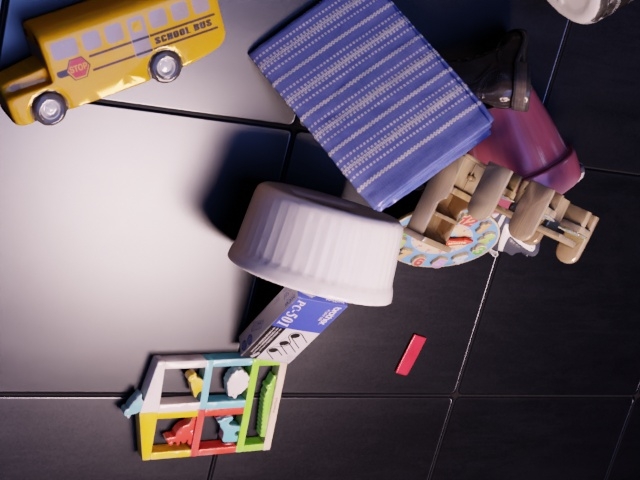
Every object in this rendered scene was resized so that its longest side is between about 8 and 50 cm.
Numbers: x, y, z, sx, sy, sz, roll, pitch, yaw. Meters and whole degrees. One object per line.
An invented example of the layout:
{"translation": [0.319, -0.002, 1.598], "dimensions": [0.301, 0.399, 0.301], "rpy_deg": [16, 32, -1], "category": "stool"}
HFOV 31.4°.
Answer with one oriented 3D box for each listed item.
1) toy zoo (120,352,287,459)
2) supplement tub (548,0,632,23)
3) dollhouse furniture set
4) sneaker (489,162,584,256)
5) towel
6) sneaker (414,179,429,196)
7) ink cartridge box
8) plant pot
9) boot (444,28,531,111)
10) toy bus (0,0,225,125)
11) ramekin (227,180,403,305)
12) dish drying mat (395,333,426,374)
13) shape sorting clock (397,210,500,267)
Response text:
{"translation": [-0.208, 0.289, 1.997], "dimensions": [0.293, 0.030, 0.192], "rpy_deg": [0, 111, -28], "category": "toy zoo"}
{"translation": [0.537, -0.527, 1.925], "dimensions": [0.338, 0.207, 0.207], "rpy_deg": [-31, 123, -14], "category": "supplement tub"}
{"translation": [0.284, -0.028, 1.826], "dimensions": [0.212, 0.242, 0.161], "rpy_deg": [19, 98, -57], "category": "dollhouse furniture set"}
{"translation": [0.397, -0.049, 2.134], "dimensions": [0.235, 0.094, 0.153], "rpy_deg": [-30, 124, -14], "category": "sneaker"}
{"translation": [0.082, -0.234, 1.789], "dimensions": [0.243, 0.336, 0.040], "rpy_deg": [-36, 168, -9], "category": "towel"}
{"translation": [0.147, -0.132, 1.960], "dimensions": [0.153, 0.101, 0.268], "rpy_deg": [-2, 150, 10], "category": "sneaker"}
{"translation": [-0.049, 0.138, 1.935], "dimensions": [0.097, 0.046, 0.207], "rpy_deg": [12, 141, -28], "category": "ink cartridge box"}
{"translation": [0.336, -0.169, 1.997], "dimensions": [0.201, 0.201, 0.180], "rpy_deg": [-26, 107, -16], "category": "plant pot"}
{"translation": [0.233, -0.290, 1.910], "dimensions": [0.229, 0.263, 0.091], "rpy_deg": [2, 120, 5], "category": "boot"}
{"translation": [-0.308, -0.279, 1.641], "dimensions": [0.333, 0.108, 0.130], "rpy_deg": [-23, 120, -18], "category": "toy bus"}
{"translation": [0.000, 0.000, 1.839], "dimensions": [0.277, 0.277, 0.135], "rpy_deg": [11, 99, -32], "category": "ramekin"}
{"translation": [0.173, 0.219, 2.185], "dimensions": [0.032, 0.008, 0.083], "rpy_deg": [20, 100, -34], "category": "dish drying mat"}
{"translation": [0.216, -0.003, 2.024], "dimensions": [0.206, 0.040, 0.206], "rpy_deg": [-3, 146, -2], "category": "shape sorting clock"}
